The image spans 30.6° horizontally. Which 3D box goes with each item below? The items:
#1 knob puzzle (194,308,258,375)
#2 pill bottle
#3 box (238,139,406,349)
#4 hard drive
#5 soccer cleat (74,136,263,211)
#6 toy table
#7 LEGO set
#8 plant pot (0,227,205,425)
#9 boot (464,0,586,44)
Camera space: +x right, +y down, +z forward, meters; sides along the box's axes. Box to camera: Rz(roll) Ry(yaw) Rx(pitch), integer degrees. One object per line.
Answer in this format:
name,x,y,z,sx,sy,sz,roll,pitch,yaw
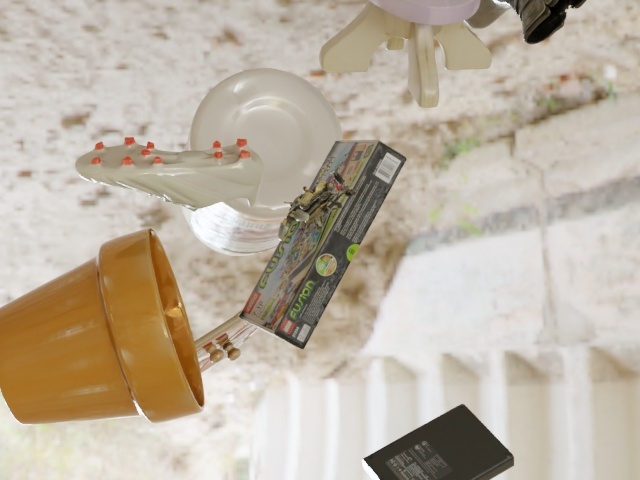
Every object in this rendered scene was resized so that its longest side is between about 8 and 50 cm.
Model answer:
knob puzzle,-0.127,0.144,1.486,0.213,0.030,0.213,-39,170,-8
pill bottle,-0.107,-0.103,1.832,0.224,0.224,0.392,-1,169,-11
box,0.000,0.000,1.134,0.036,0.207,0.114,31,173,-20
hard drive,0.126,0.237,1.255,0.135,0.022,0.094,-26,-137,-19
soccer cleat,-0.158,-0.064,1.229,0.196,0.076,0.068,-1,-149,-4
toy table,0.129,-0.317,1.652,0.252,0.161,0.274,4,-145,-2
LEGO set,-0.004,-0.026,0.713,0.054,0.023,0.083,-32,167,-27
plant pot,-0.242,0.110,1.245,0.188,0.205,0.205,-16,174,-1
boot,0.286,-0.347,1.692,0.083,0.161,0.246,10,147,-26
